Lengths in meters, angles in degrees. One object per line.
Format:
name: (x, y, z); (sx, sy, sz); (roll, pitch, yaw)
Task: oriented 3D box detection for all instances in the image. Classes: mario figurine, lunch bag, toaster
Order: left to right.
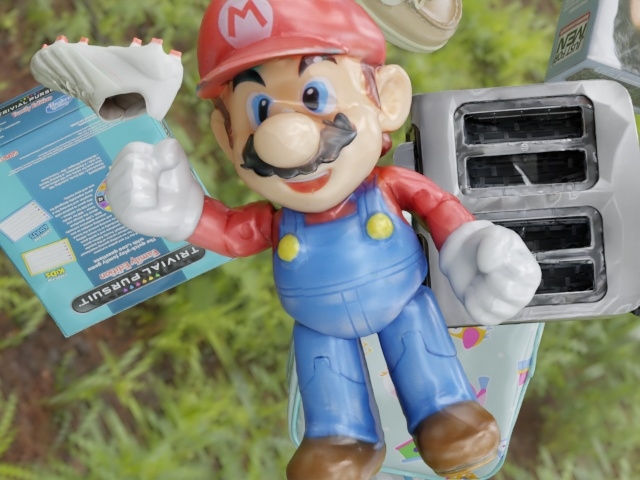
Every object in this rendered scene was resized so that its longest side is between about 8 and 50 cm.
mario figurine: (0.000, 0.000, 1.081); (0.198, 0.170, 0.320); (-22, 100, -26)
lunch bag: (0.079, 0.073, 1.611); (0.224, 0.279, 0.108); (9, 30, -2)
toaster: (0.146, -0.021, 1.264); (0.110, 0.185, 0.168); (14, 72, -86)

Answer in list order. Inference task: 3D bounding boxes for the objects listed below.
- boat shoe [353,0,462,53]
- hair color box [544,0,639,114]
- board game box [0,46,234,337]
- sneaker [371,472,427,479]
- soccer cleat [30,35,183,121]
boat shoe: (0.043, -0.262, 1.484); (0.285, 0.089, 0.104); (45, 44, -37)
hair color box: (0.372, -0.318, 1.888); (0.185, 0.113, 0.374); (17, 77, -14)
board game box: (-0.288, -0.054, 2.299); (0.079, 0.254, 0.336); (-111, 175, -45)
sneaker: (0.031, 0.190, 1.746); (0.191, 0.083, 0.071); (57, -5, 37)
soccer cleat: (-0.210, -0.149, 1.717); (0.068, 0.196, 0.076); (29, 71, -46)
